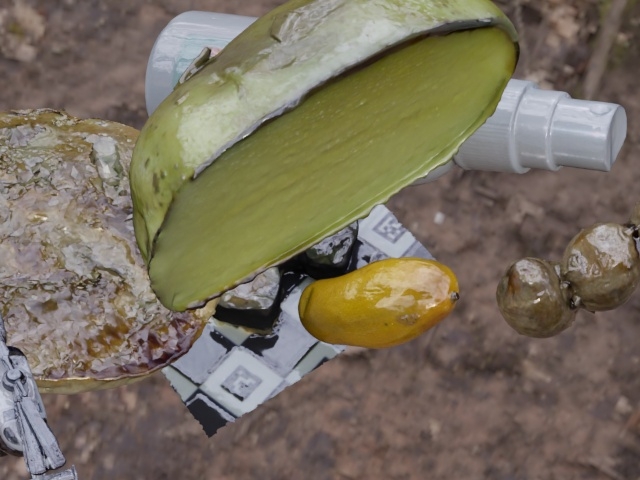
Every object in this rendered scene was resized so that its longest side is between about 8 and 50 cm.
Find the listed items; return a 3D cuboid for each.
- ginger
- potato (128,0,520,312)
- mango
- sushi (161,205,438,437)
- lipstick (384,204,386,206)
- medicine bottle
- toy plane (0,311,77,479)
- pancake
[{"bbox_3d":[0.261,0.024,1.351,0.204,0.104,0.080,-25,56,6],"label":"ginger"},{"bbox_3d":[-0.014,-0.084,0.873,0.272,0.160,0.111,-31,61,-13],"label":"potato"},{"bbox_3d":[0.052,0.061,1.405,0.190,0.075,0.098,-8,39,34],"label":"mango"},{"bbox_3d":[-0.078,-0.009,1.547,0.320,0.068,0.339,-30,60,-19],"label":"sushi"},{"bbox_3d":[0.000,0.000,2.061,0.077,0.289,0.076,38,52,-5],"label":"lipstick"},{"bbox_3d":[0.044,-0.096,1.044,0.352,0.110,0.110,11,34,27],"label":"medicine bottle"},{"bbox_3d":[-0.215,0.133,1.031,0.053,0.078,0.197,-12,47,-19],"label":"toy plane"},{"bbox_3d":[-0.250,-0.001,1.265,0.356,0.065,0.356,7,49,-8],"label":"pancake"}]
